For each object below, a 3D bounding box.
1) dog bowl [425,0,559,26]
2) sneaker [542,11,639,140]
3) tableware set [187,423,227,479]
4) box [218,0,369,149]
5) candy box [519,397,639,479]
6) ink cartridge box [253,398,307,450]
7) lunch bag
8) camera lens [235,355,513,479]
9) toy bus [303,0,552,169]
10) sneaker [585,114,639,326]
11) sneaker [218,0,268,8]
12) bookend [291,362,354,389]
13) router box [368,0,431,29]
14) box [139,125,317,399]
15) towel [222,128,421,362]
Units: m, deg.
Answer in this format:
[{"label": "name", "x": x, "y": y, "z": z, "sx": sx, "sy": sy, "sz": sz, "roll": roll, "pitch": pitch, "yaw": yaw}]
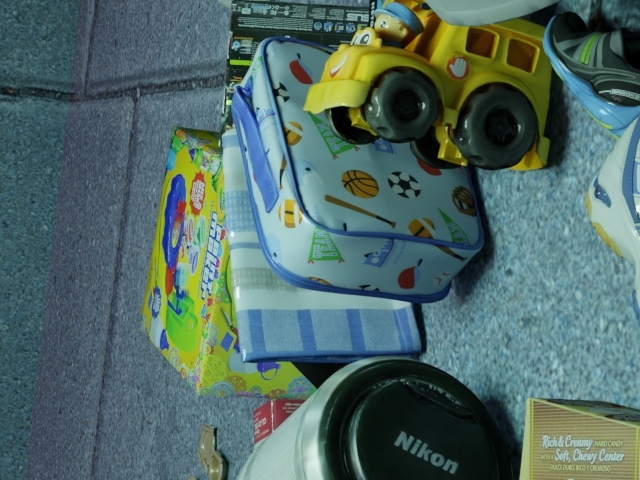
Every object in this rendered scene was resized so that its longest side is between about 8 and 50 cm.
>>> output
[{"label": "dog bowl", "x": 0.172, "y": -0.354, "z": 1.132, "sx": 0.349, "sy": 0.102, "sz": 0.348, "roll": -28, "pitch": 43, "yaw": 31}, {"label": "sneaker", "x": 0.250, "y": -0.150, "z": 1.141, "sx": 0.078, "sy": 0.067, "sz": 0.188, "roll": -42, "pitch": 30, "yaw": 13}, {"label": "tableware set", "x": -0.173, "y": 0.366, "z": 2.007, "sx": 0.141, "sy": 0.020, "sz": 0.168, "roll": -145, "pitch": 63, "yaw": -64}, {"label": "box", "x": -0.020, "y": -0.193, "z": 1.598, "sx": 0.045, "sy": 0.191, "sz": 0.184, "roll": 10, "pitch": -96, "yaw": -84}, {"label": "candy box", "x": 0.261, "y": 0.228, "z": 0.976, "sx": 0.316, "sy": 0.088, "sz": 0.182, "roll": -175, "pitch": 91, "yaw": -67}, {"label": "ink cartridge box", "x": -0.006, "y": 0.276, "z": 1.518, "sx": 0.072, "sy": 0.127, "sz": 0.175, "roll": 141, "pitch": 131, "yaw": -60}, {"label": "lunch bag", "x": 0.027, "y": -0.080, "z": 1.387, "sx": 0.115, "sy": 0.243, "sz": 0.303, "roll": 120, "pitch": 146, "yaw": -42}, {"label": "camera lens", "x": 0.042, "y": 0.254, "z": 1.302, "sx": 0.274, "sy": 0.219, "sz": 0.219, "roll": 131, "pitch": 139, "yaw": -52}, {"label": "toy bus", "x": 0.116, "y": -0.179, "z": 1.256, "sx": 0.149, "sy": 0.220, "sz": 0.211, "roll": -165, "pitch": 88, "yaw": -71}, {"label": "sneaker", "x": 0.285, "y": -0.002, "z": 0.950, "sx": 0.296, "sy": 0.112, "sz": 0.131, "roll": -114, "pitch": 38, "yaw": -47}, {"label": "sneaker", "x": -0.081, "y": -0.437, "z": 1.943, "sx": 0.240, "sy": 0.091, "sz": 0.126, "roll": -43, "pitch": 28, "yaw": 57}, {"label": "bookend", "x": 0.033, "y": 0.088, "z": 1.520, "sx": 0.157, "sy": 0.156, "sz": 0.072, "roll": -46, "pitch": 1, "yaw": -34}, {"label": "router box", "x": 0.104, "y": -0.306, "z": 1.511, "sx": 0.133, "sy": 0.046, "sz": 0.178, "roll": 169, "pitch": 106, "yaw": -65}, {"label": "box", "x": -0.096, "y": 0.024, "z": 1.725, "sx": 0.279, "sy": 0.177, "sz": 0.289, "roll": -149, "pitch": 67, "yaw": -63}, {"label": "towel", "x": 0.000, "y": 0.000, "z": 1.474, "sx": 0.034, "sy": 0.209, "sz": 0.285, "roll": 120, "pitch": 148, "yaw": -61}]
